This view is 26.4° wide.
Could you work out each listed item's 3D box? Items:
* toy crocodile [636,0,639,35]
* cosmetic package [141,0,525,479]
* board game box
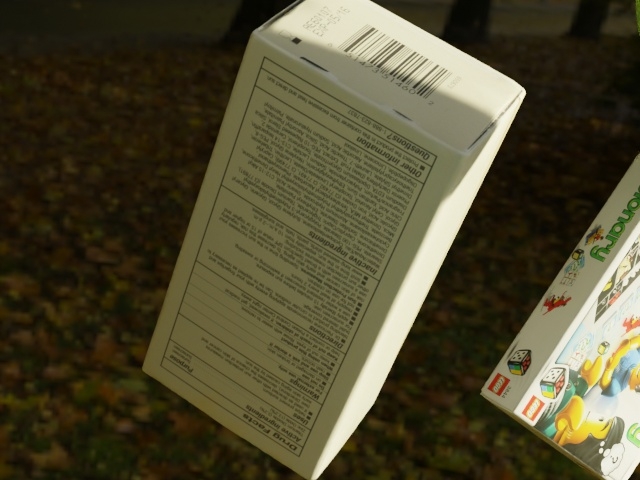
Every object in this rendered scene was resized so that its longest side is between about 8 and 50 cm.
[{"bbox_3d":[0.347,-0.172,1.097,0.115,0.105,0.340,-12,12,-3],"label":"toy crocodile"},{"bbox_3d":[0.000,0.000,0.943,0.160,0.309,0.113,32,40,11],"label":"cosmetic package"},{"bbox_3d":[0.298,0.063,1.270,0.193,0.305,0.053,36,-3,-38],"label":"board game box"}]
